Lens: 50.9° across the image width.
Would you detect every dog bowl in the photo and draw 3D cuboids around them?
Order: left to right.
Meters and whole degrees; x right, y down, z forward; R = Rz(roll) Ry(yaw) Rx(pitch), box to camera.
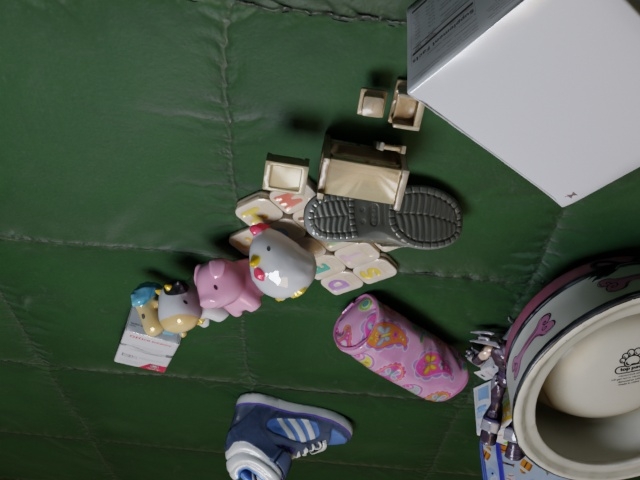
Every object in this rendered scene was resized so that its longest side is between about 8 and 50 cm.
[{"bbox_3d":[0.488,0.202,1.103,0.408,0.150,0.408,-3,122,-5],"label":"dog bowl"}]

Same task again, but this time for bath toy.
[{"bbox_3d":[-0.165,0.071,1.115,0.348,0.151,0.129,-23,110,36],"label":"bath toy"}]

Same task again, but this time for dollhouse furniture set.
[{"bbox_3d":[0.028,-0.144,0.876,0.182,0.101,0.161,9,118,-4],"label":"dollhouse furniture set"}]

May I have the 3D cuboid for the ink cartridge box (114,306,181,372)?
[{"bbox_3d":[-0.352,0.204,1.379,0.109,0.063,0.150,18,141,-15],"label":"ink cartridge box"}]

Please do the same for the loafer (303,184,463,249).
[{"bbox_3d":[0.089,-0.037,0.985,0.251,0.094,0.087,4,-178,-18],"label":"loafer"}]

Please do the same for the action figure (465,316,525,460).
[{"bbox_3d":[0.364,0.272,1.298,0.185,0.099,0.285,16,115,34],"label":"action figure"}]

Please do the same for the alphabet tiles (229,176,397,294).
[{"bbox_3d":[0.000,0.000,1.100,0.278,0.021,0.284,-21,136,31],"label":"alphabet tiles"}]

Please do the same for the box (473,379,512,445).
[{"bbox_3d":[0.435,0.346,1.425,0.103,0.114,0.203,25,138,-24],"label":"box"}]

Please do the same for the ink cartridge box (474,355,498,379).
[{"bbox_3d":[0.363,0.259,1.389,0.083,0.028,0.048,-26,133,35],"label":"ink cartridge box"}]

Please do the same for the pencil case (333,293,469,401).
[{"bbox_3d":[0.157,0.209,1.280,0.284,0.124,0.124,32,136,-32],"label":"pencil case"}]

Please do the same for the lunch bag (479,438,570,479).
[{"bbox_3d":[0.486,0.562,1.548,0.243,0.303,0.115,-19,140,29],"label":"lunch bag"}]

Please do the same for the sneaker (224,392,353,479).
[{"bbox_3d":[-0.076,0.517,1.614,0.323,0.236,0.130,21,140,-20],"label":"sneaker"}]

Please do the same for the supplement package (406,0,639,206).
[{"bbox_3d":[0.254,-0.191,0.712,0.262,0.145,0.204,28,138,-28],"label":"supplement package"}]
